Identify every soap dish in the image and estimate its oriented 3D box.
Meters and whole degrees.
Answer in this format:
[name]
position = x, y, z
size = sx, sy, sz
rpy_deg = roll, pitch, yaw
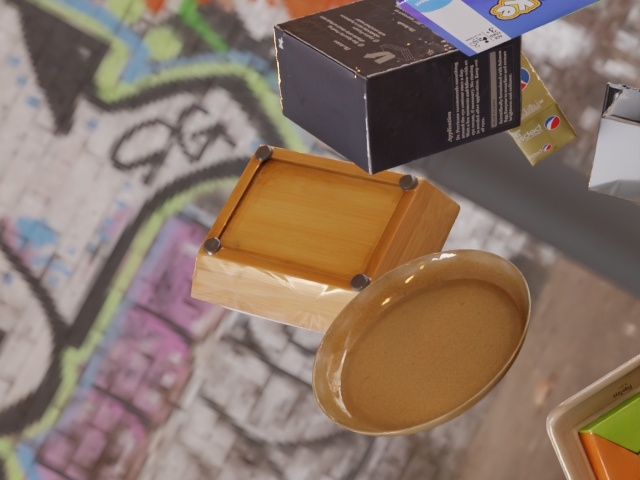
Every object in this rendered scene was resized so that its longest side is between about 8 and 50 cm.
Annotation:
[soap dish]
position = 0.000, 0.000, 2.068
size = 0.229, 0.290, 0.118
rpy_deg = -61, -30, -28

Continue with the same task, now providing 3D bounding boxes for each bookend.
[bookend]
position = 0.256, -0.041, 1.166
size = 0.157, 0.156, 0.072
rpy_deg = -44, -35, -57

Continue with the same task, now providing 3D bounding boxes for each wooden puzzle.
[wooden puzzle]
position = 0.361, 0.244, 1.755
size = 0.221, 0.239, 0.044
rpy_deg = -26, 11, -33

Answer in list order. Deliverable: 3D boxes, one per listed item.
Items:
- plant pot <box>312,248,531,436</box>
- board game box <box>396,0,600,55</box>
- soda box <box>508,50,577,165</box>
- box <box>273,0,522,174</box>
[plant pot]
position = 0.102, 0.104, 1.602
size = 0.236, 0.032, 0.236
rpy_deg = -22, 36, 17
[board game box]
position = 0.153, -0.309, 0.963
size = 0.233, 0.078, 0.347
rpy_deg = -20, 58, 35
[soda box]
position = 0.207, -0.163, 1.744
size = 0.058, 0.061, 0.181
rpy_deg = -33, 40, 10
[box]
position = 0.066, -0.143, 1.416
size = 0.156, 0.158, 0.093
rpy_deg = 38, 139, 51
